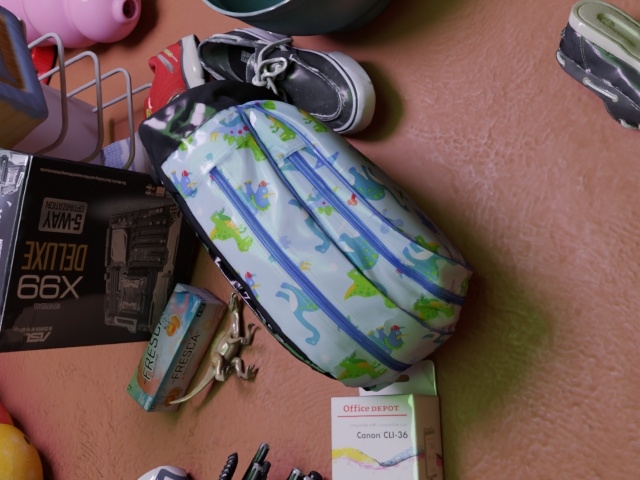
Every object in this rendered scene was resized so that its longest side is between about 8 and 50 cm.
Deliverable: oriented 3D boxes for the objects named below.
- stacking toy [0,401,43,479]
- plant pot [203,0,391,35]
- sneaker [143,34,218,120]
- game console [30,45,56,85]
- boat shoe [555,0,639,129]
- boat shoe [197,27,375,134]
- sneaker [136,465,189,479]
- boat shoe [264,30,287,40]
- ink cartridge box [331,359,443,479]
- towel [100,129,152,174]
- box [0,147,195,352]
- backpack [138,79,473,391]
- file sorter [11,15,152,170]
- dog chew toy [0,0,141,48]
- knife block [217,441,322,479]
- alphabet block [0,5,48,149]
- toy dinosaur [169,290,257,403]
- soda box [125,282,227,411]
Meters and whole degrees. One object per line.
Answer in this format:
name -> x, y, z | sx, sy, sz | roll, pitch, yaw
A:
stacking toy -> -0.567, 0.385, 1.193 | 0.479, 0.350, 0.351 | 24, 94, 18
plant pot -> -0.006, -0.393, 0.984 | 0.292, 0.196, 0.293 | -9, 74, 33
sneaker -> -0.207, -0.182, 1.126 | 0.118, 0.107, 0.279 | -19, 57, 11
game console -> -0.703, -0.268, 1.540 | 0.341, 0.060, 0.387 | 21, 91, 38
boat shoe -> 0.339, -0.152, 0.772 | 0.233, 0.084, 0.079 | 51, 147, 25
boat shoe -> -0.058, -0.223, 1.018 | 0.306, 0.104, 0.113 | 39, 129, 36
sneaker -> -0.255, 0.438, 1.028 | 0.235, 0.094, 0.153 | -37, 52, 10
boat shoe -> -0.081, -0.325, 1.127 | 0.100, 0.035, 0.035 | 60, 141, 25
ink cartridge box -> 0.075, 0.238, 0.859 | 0.115, 0.067, 0.198 | -11, 73, 34
towel -> -0.313, -0.080, 1.232 | 0.284, 0.034, 0.209 | -19, 69, 30
box -> -0.307, 0.018, 1.017 | 0.076, 0.307, 0.243 | 14, 94, 33
backpack -> 0.000, 0.000, 0.850 | 0.273, 0.290, 0.356 | -28, 70, 11
file sorter -> -0.389, -0.181, 1.117 | 0.173, 0.277, 0.193 | -17, 71, 29
dog chew toy -> -0.451, -0.434, 1.318 | 0.331, 0.206, 0.207 | 20, 91, 29
knife block -> -0.083, 0.397, 0.912 | 0.241, 0.088, 0.276 | -15, 95, 7
alphabet block -> -0.484, -0.192, 0.904 | 0.197, 0.193, 0.193 | -35, 63, 18
toy dinosaur -> -0.136, 0.167, 1.048 | 0.092, 0.053, 0.183 | 23, 86, 52
soda box -> -0.209, 0.157, 1.083 | 0.058, 0.063, 0.183 | 31, 98, 35
